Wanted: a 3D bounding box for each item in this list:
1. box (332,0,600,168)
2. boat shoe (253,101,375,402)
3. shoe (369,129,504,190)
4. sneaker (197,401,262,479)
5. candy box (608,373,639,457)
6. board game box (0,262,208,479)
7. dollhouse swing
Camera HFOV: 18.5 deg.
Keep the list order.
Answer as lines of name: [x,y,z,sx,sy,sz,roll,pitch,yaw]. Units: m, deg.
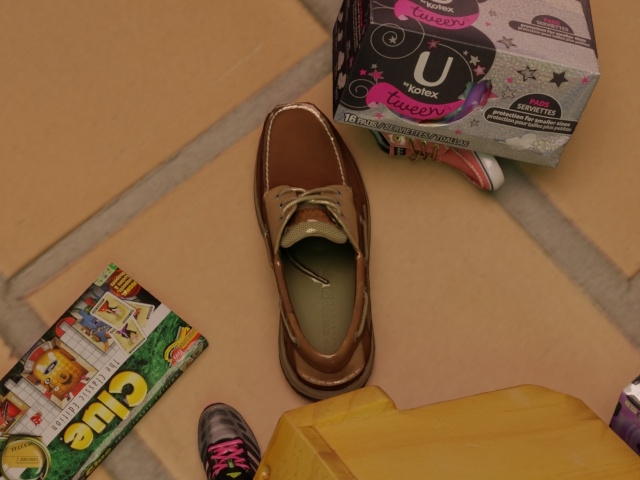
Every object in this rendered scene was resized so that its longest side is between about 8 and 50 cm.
box: [0.148,-0.196,2.032,0.247,0.142,0.163,11,42,-10]
boat shoe: [0.000,0.000,2.019,0.122,0.120,0.324,-9,67,-3]
shoe: [0.115,-0.104,2.096,0.081,0.063,0.178,-34,65,-11]
sneaker: [-0.085,0.234,1.945,0.063,0.075,0.170,-11,67,-4]
candy box: [0.373,0.217,1.896,0.070,0.165,0.196,-40,72,-14]
board game box: [-0.249,0.157,2.007,0.136,0.030,0.260,37,72,13]
dollhouse swing: [0.133,0.331,1.820,0.305,0.315,0.347,6,27,-37]
